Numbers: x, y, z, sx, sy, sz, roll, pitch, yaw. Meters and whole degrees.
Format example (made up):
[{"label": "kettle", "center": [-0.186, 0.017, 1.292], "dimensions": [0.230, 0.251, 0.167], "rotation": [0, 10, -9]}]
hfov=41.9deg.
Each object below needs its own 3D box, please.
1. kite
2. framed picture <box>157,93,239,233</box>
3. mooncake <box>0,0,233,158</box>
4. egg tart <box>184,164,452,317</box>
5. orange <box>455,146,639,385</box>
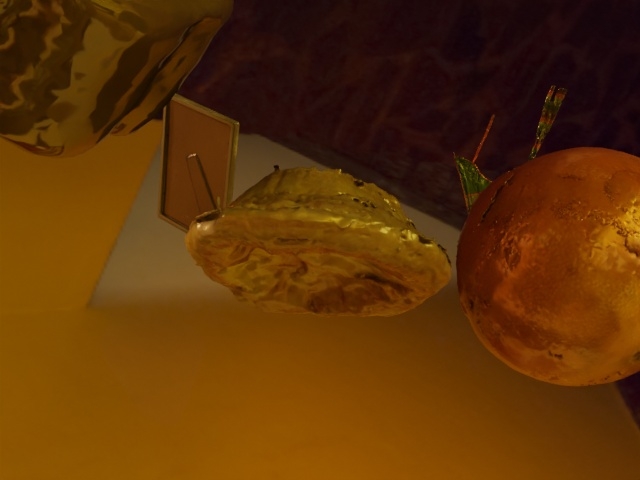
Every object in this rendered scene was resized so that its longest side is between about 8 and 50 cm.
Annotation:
[{"label": "kite", "center": [0.267, -0.083, 1.089], "dimensions": [0.198, 0.006, 0.244], "rotation": [28, -81, 15]}, {"label": "framed picture", "center": [-0.181, -0.099, 1.221], "dimensions": [0.150, 0.015, 0.203], "rotation": [27, -59, 33]}, {"label": "mooncake", "center": [-0.338, -0.329, 0.969], "dimensions": [0.262, 0.467, 0.467], "rotation": [-41, -115, 27]}, {"label": "egg tart", "center": [0.001, 0.000, 1.064], "dimensions": [0.341, 0.341, 0.132], "rotation": [-12, -119, 39]}, {"label": "orange", "center": [0.250, 0.026, 0.821], "dimensions": [0.240, 0.240, 0.240], "rotation": [0, -90, 40]}]
